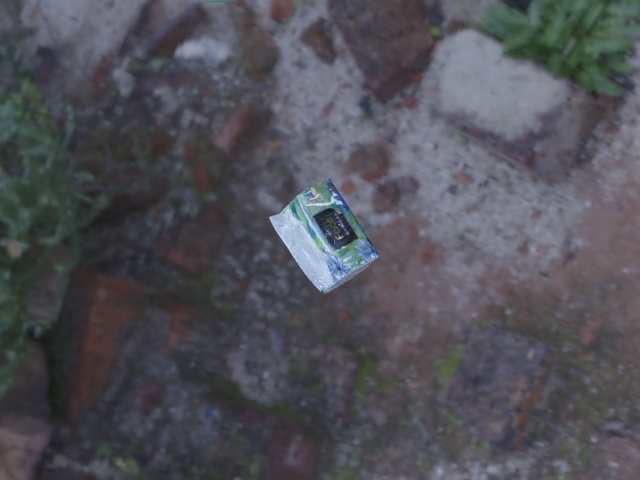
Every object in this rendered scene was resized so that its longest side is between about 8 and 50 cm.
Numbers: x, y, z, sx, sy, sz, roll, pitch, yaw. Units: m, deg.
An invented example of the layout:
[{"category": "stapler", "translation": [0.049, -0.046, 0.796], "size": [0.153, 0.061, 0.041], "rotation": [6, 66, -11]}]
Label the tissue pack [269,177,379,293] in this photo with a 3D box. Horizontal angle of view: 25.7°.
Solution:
[{"category": "tissue pack", "translation": [-0.001, -0.001, 1.638], "size": [0.111, 0.079, 0.085], "rotation": [58, 152, 6]}]

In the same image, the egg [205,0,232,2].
[{"category": "egg", "translation": [-0.146, -0.443, 1.946], "size": [0.270, 0.220, 0.220], "rotation": [30, 97, 55]}]
